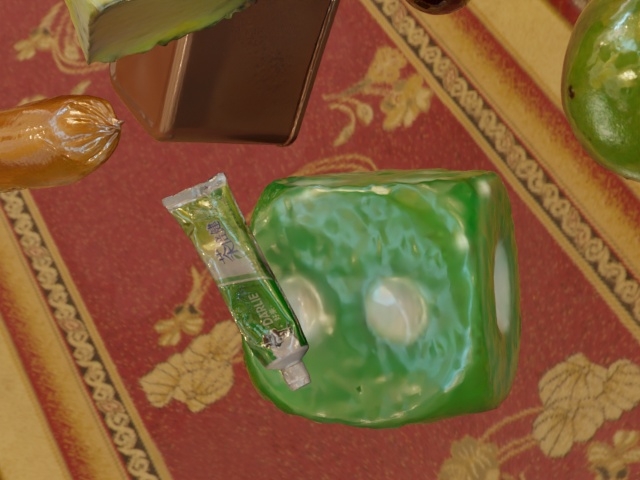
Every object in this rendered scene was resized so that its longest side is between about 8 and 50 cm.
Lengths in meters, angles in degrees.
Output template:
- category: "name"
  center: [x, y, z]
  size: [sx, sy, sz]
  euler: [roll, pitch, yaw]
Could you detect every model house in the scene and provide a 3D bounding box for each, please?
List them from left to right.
- category: "model house"
  center: [-0.152, -0.275, 0.717]
  size: [0.170, 0.194, 0.211]
  euler: [-25, 93, -12]

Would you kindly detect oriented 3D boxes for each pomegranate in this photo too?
- category: "pomegranate"
  center: [0.424, -0.224, 0.999]
  size: [0.310, 0.358, 0.216]
  euler: [-44, 102, -10]

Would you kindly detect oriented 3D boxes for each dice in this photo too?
- category: "dice"
  center: [0.080, 0.060, 1.101]
  size: [0.300, 0.297, 0.287]
  euler: [0, 99, 22]

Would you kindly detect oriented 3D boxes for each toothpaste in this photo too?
- category: "toothpaste"
  center: [-0.078, 0.045, 0.938]
  size: [0.078, 0.047, 0.248]
  euler: [-26, 77, -16]

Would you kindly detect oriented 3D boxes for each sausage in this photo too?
- category: "sausage"
  center: [-0.196, -0.063, 0.598]
  size: [0.183, 0.054, 0.062]
  euler: [2, 92, 45]

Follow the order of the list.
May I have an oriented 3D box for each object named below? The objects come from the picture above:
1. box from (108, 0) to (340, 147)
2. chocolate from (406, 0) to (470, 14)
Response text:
- category: "box"
  center: [-0.150, -0.324, 1.311]
  size: [0.229, 0.339, 0.239]
  euler: [-6, 39, -36]
- category: "chocolate"
  center: [0.155, -0.352, 1.134]
  size: [0.124, 0.133, 0.127]
  euler: [33, 110, 14]
